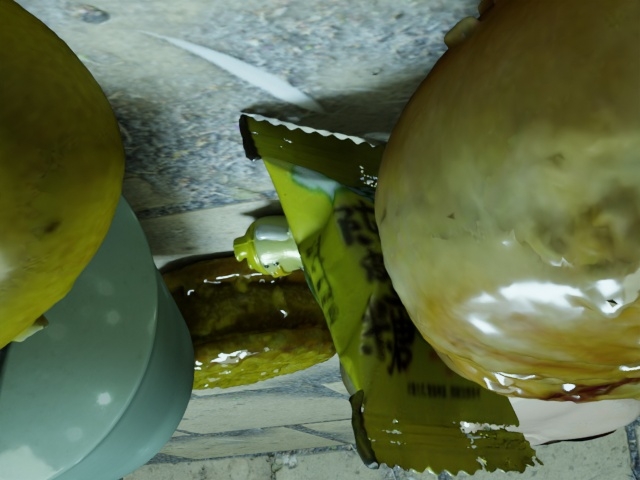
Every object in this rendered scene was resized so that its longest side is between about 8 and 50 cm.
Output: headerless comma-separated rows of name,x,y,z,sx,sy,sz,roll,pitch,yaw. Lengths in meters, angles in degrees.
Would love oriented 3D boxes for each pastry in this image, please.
pastry,-0.088,0.108,1.230,0.240,0.132,0.235,-12,160,28
pastry,0.225,-0.041,0.625,0.409,0.245,0.409,-1,163,0

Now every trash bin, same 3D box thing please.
trash bin,-0.255,0.087,0.908,0.280,0.280,0.432,-3,166,0

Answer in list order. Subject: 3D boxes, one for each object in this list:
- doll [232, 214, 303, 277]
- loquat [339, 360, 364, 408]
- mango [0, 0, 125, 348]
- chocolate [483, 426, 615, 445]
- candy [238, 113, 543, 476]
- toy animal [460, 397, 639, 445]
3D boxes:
doll,0.000,0.000,1.019,0.162,0.062,0.106,-9,166,14
loquat,0.116,0.145,1.318,0.179,0.179,0.227,-16,163,34
mango,-0.303,-0.003,0.572,0.445,0.301,0.220,-11,-172,25
chocolate,0.314,0.193,1.484,0.283,0.186,0.283,-4,163,-1
candy,0.048,0.037,0.780,0.187,0.297,0.081,12,139,-39
toy animal,0.184,0.054,0.903,0.210,0.221,0.229,15,123,-30
